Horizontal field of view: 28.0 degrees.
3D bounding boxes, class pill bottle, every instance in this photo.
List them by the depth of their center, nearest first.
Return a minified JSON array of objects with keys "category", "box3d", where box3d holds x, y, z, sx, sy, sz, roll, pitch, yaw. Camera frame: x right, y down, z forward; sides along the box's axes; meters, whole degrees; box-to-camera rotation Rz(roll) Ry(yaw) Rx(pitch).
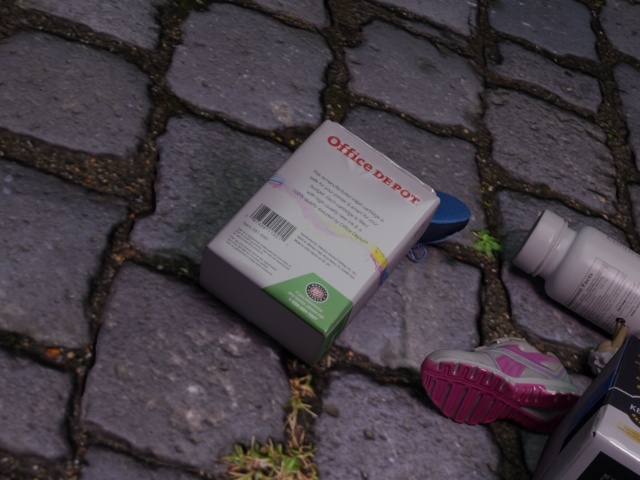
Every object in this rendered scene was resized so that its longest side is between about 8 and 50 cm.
[{"category":"pill bottle","box3d":[0.425,0.052,2.017,0.229,0.131,0.131,32,38,4]}]

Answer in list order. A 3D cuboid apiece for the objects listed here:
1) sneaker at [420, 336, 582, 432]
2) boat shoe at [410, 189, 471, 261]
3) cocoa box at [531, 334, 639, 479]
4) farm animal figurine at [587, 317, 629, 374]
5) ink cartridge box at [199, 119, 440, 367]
[{"category":"sneaker","box3d":[0.244,0.191,1.786,0.252,0.103,0.111,16,35,-25]},{"category":"boat shoe","box3d":[0.108,-0.022,1.948,0.258,0.089,0.109,-3,38,-28]},{"category":"cocoa box","box3d":[0.464,0.336,1.635,0.347,0.231,0.228,32,37,5]},{"category":"farm animal figurine","box3d":[0.568,0.250,1.826,0.327,0.172,0.330,12,9,-7]},{"category":"ink cartridge box","box3d":[0.000,0.000,1.753,0.201,0.117,0.278,36,61,10]}]
